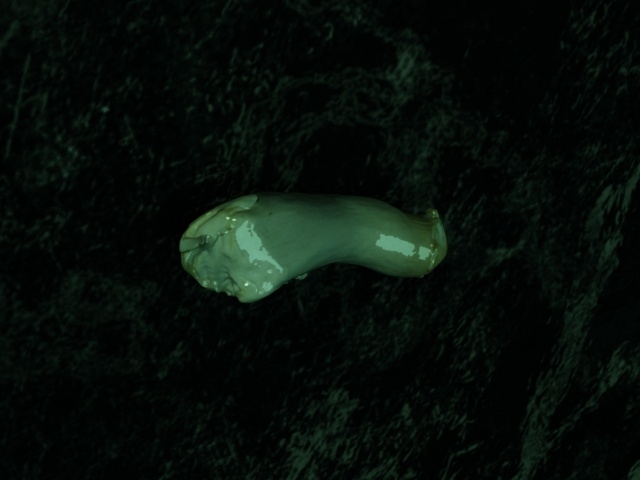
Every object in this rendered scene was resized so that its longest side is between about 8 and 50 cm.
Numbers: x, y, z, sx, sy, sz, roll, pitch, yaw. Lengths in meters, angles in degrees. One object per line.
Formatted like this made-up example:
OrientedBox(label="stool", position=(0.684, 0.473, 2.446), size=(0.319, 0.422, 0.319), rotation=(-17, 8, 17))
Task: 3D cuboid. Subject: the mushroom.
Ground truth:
OrientedBox(label="mushroom", position=(-0.002, -0.001, 1.207), size=(0.278, 0.096, 0.099), rotation=(-3, 119, -37))
